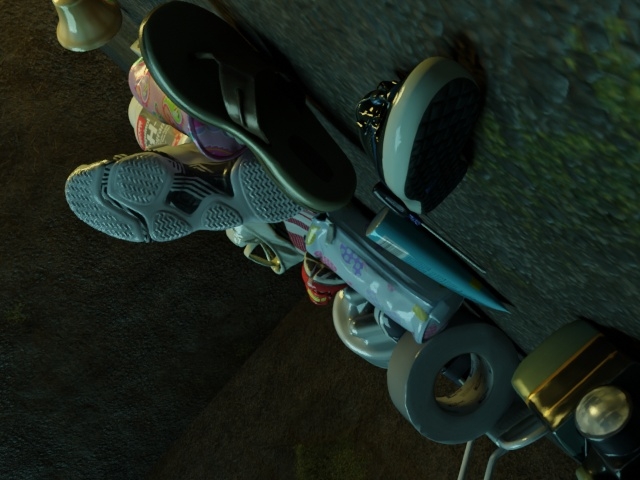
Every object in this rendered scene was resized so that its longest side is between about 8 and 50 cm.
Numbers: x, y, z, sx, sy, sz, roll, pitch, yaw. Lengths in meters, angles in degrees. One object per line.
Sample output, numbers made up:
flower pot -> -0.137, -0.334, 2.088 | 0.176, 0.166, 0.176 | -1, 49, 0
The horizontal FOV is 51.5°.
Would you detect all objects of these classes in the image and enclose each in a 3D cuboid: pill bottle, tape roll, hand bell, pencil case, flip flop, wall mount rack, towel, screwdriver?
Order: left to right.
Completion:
hand bell -> -0.442, -0.449, 1.118 | 0.126, 0.126, 0.242 | 40, 165, 24
pill bottle -> -0.292, -0.230, 1.431 | 0.318, 0.176, 0.176 | 38, 176, 43
pencil case -> -0.190, -0.215, 0.993 | 0.124, 0.124, 0.284 | 44, 176, -39
flip flop -> -0.058, -0.138, 0.676 | 0.277, 0.112, 0.080 | 44, 150, -14
towel -> 0.000, 0.000, 1.521 | 0.237, 0.037, 0.329 | 33, 162, 24
pencil case -> 0.100, 0.043, 1.067 | 0.273, 0.113, 0.124 | 40, 162, 24
screwdriver -> 0.128, -0.010, 0.783 | 0.170, 0.025, 0.024 | 42, 177, -5
tape roll -> 0.227, 0.231, 1.130 | 0.219, 0.219, 0.072 | 43, 176, -23
wall mount rack -> 0.330, 0.381, 1.161 | 0.130, 0.304, 0.350 | 55, 179, 8

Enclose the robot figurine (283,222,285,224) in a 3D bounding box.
robot figurine -> -0.084, -0.085, 1.762 | 0.211, 0.085, 0.291 | 42, 177, -22

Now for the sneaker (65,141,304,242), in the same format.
sneaker -> -0.201, -0.102, 1.057 | 0.210, 0.366, 0.137 | -111, 17, -65

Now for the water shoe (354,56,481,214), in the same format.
water shoe -> 0.051, -0.070, 0.440 | 0.080, 0.073, 0.203 | 43, 177, 15

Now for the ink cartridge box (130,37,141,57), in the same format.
ink cartridge box -> -0.261, -0.305, 1.156 | 0.122, 0.052, 0.088 | 42, 177, -38

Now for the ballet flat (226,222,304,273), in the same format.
ballet flat -> -0.170, -0.017, 1.781 | 0.139, 0.139, 0.400 | 39, 176, 38

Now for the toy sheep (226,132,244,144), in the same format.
toy sheep -> -0.081, -0.154, 0.788 | 0.132, 0.091, 0.091 | 22, 173, 11

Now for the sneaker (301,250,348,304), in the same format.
sneaker -> 0.017, 0.072, 1.247 | 0.107, 0.118, 0.279 | 26, -170, 6

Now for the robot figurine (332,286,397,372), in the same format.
robot figurine -> 0.145, 0.168, 1.430 | 0.353, 0.200, 0.299 | 50, -148, -67

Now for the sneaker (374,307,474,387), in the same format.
sneaker -> 0.244, 0.187, 1.228 | 0.321, 0.126, 0.127 | 30, -172, -32

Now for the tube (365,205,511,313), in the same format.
tube -> 0.155, 0.033, 0.875 | 0.207, 0.052, 0.080 | 36, -178, -9

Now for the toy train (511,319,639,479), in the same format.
toy train -> 0.327, 0.216, 0.630 | 0.334, 0.142, 0.190 | 41, -171, -23
